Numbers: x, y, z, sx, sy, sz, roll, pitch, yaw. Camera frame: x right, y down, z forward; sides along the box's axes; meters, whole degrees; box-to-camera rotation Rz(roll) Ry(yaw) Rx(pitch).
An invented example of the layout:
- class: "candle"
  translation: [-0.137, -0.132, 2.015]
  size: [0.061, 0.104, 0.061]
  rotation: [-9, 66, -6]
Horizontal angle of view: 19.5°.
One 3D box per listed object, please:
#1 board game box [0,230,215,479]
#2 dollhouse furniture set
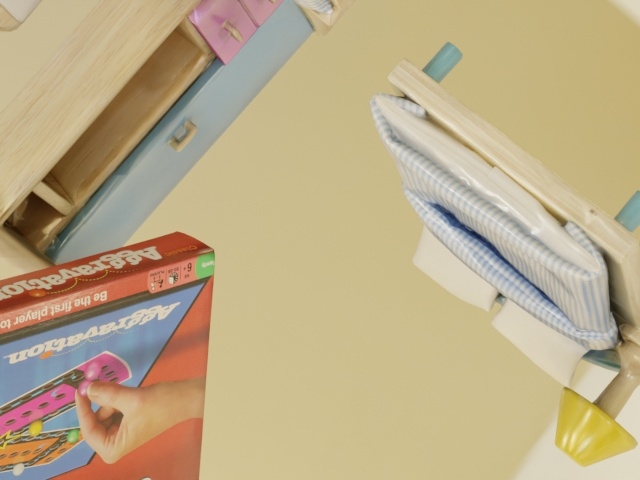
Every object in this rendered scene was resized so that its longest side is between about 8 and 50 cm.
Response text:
- class: "board game box"
  translation: [-0.157, 0.095, 0.683]
  size: [0.281, 0.027, 0.145]
  rotation: [-17, 123, -41]
- class: "dollhouse furniture set"
  translation: [0.000, 0.000, 0.816]
  size: [0.198, 0.303, 0.286]
  rotation: [-50, 164, -3]
